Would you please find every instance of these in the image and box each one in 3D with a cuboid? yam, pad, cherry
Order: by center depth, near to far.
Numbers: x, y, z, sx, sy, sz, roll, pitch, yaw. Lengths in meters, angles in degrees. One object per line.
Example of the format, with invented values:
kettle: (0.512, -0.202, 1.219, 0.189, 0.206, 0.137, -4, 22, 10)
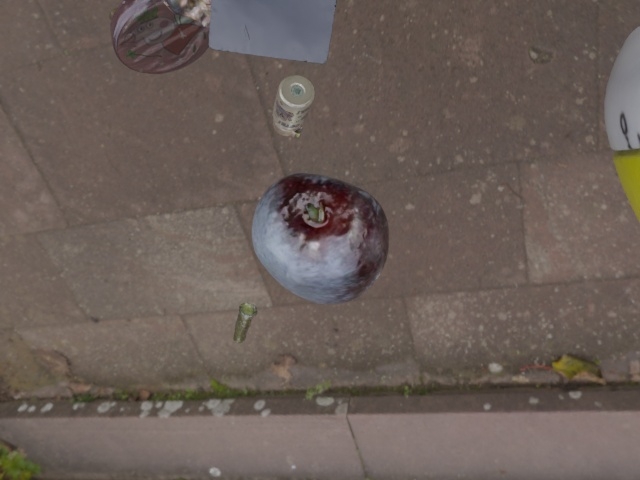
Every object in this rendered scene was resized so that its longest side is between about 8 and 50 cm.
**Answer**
pad: (-0.047, -0.356, 0.658, 0.159, 0.009, 0.265, 4, 121, -13)
yam: (-0.133, 0.151, 0.952, 0.033, 0.027, 0.129, 21, 143, 1)
cherry: (0.000, 0.000, 1.009, 0.254, 0.218, 0.296, 9, 148, 9)

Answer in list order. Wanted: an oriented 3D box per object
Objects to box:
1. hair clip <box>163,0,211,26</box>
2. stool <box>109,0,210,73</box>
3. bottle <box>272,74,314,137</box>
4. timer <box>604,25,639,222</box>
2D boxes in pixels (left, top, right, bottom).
hair clip: (-0.091, -0.401, 0.833, 0.069, 0.300, 0.173, 54, 163, 4)
stool: (-0.415, -0.578, 1.385, 0.272, 0.272, 0.179, -37, 71, 32)
bottle: (-0.077, -0.357, 1.508, 0.110, 0.097, 0.209, 48, 162, 3)
timer: (0.316, -0.028, 0.287, 0.284, 0.285, 0.285, 6, 126, 9)
